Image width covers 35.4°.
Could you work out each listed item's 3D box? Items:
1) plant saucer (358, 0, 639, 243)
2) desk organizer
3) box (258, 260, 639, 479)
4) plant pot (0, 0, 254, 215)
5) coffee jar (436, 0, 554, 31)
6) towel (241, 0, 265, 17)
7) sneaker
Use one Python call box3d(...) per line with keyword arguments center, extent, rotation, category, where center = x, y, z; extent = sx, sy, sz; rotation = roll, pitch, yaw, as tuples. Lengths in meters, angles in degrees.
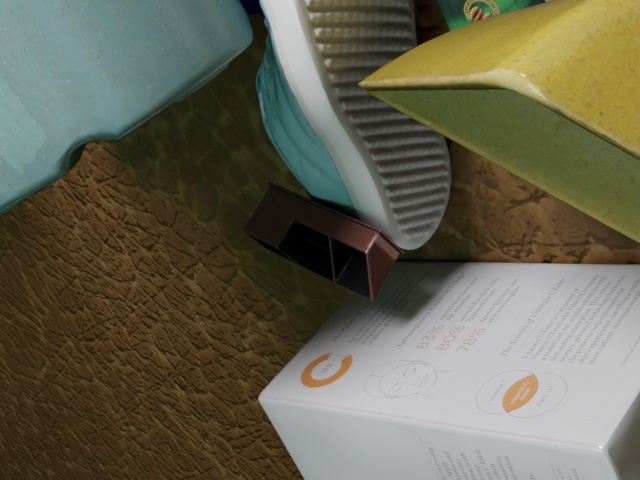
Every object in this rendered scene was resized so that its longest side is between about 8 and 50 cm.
box3d(center=(0.207, -0.043, 0.560), extent=(0.332, 0.081, 0.333), rotation=(27, -176, -11), category="plant saucer")
box3d(center=(0.000, 0.000, 0.854), extent=(0.130, 0.050, 0.047), rotation=(25, 171, 37), category="desk organizer")
box3d(center=(0.156, 0.144, 0.857), extent=(0.345, 0.215, 0.168), rotation=(0, 124, 46), category="box")
box3d(center=(-0.235, -0.217, 0.701), extent=(0.341, 0.341, 0.334), rotation=(-15, 114, 50), category="plant pot")
box3d(center=(0.115, -0.195, 0.694), extent=(0.096, 0.079, 0.184), rotation=(-13, 114, 50), category="coffee jar")
box3d(center=(-0.105, -0.338, 0.782), extent=(0.308, 0.076, 0.228), rotation=(45, 145, 3), category="towel")
box3d(center=(-0.008, -0.135, 0.797), extent=(0.150, 0.135, 0.366), rotation=(17, 143, 33), category="sneaker")
